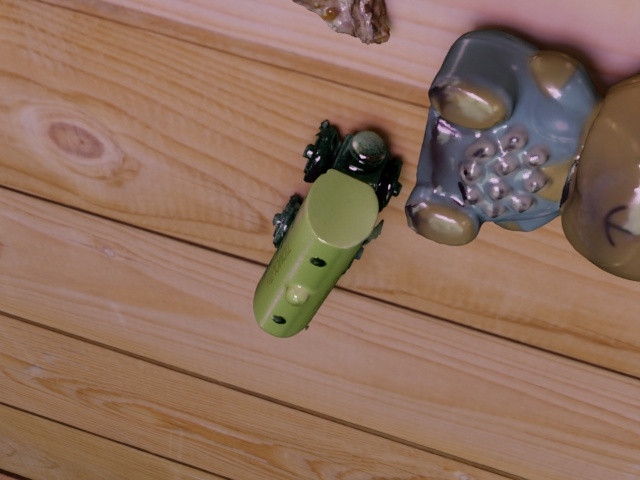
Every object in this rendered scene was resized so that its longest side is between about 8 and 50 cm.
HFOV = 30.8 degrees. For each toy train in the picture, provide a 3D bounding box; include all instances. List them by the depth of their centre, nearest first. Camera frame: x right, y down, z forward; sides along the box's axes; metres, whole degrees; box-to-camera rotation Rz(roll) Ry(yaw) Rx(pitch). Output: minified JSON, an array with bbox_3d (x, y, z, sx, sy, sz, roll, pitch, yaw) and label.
[{"bbox_3d":[0.000,0.000,1.152,0.105,0.157,0.253,25,147,-4],"label":"toy train"}]

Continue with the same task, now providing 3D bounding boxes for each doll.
[{"bbox_3d":[0.215,-0.063,0.930,0.261,0.161,0.177,17,126,11],"label":"doll"}]

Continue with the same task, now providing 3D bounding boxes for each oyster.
[{"bbox_3d":[0.003,-0.218,0.928,0.177,0.056,0.105,43,154,-28],"label":"oyster"}]
